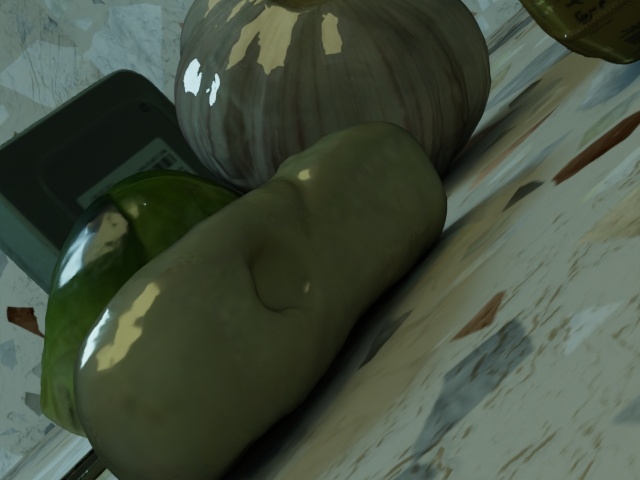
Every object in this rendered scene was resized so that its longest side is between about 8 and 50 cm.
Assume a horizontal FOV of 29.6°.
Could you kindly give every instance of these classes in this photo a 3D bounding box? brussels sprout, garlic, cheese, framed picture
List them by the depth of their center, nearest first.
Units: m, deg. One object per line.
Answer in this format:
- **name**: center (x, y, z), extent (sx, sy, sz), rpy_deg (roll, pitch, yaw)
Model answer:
- **cheese**: center (-0.095, 0.080, 0.836), extent (0.328, 0.129, 0.351), rpy_deg (-36, 5, 39)
- **brussels sprout**: center (-0.162, 0.064, 1.165), extent (0.271, 0.210, 0.219), rpy_deg (-63, 29, 2)
- **garlic**: center (0.009, -0.144, 1.207), extent (0.317, 0.259, 0.317), rpy_deg (-8, 20, 3)
- **framed picture**: center (-0.251, 0.245, 1.413), extent (0.250, 0.016, 0.184), rpy_deg (-45, 5, -30)

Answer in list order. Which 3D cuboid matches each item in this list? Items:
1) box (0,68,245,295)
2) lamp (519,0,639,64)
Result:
- **box**: center (-0.260, -0.034, 1.762), extent (0.111, 0.396, 0.396), rpy_deg (-44, 4, 40)
- **lamp**: center (0.221, -0.218, 0.811), extent (0.185, 0.161, 0.161), rpy_deg (-40, 4, 37)
